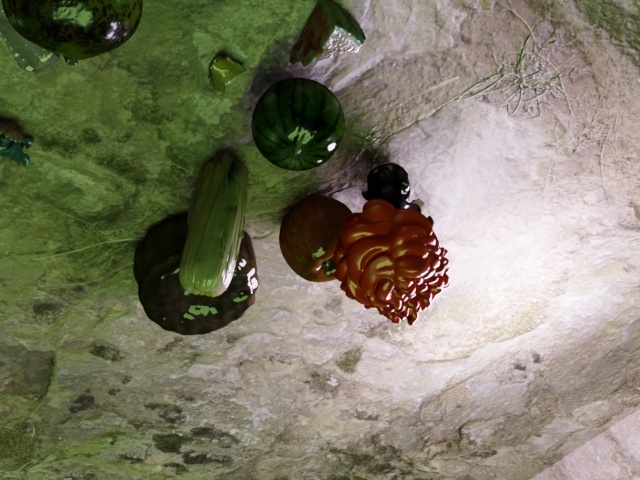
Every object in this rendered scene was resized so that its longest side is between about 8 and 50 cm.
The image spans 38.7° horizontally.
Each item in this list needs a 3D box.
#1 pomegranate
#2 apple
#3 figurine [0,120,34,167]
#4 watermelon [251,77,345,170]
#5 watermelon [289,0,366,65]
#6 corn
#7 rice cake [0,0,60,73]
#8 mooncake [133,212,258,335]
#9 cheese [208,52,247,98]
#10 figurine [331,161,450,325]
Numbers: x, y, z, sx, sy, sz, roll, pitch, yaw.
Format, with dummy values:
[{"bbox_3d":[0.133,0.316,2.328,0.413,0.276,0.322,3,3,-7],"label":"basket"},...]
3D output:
[{"bbox_3d":[-0.427,-0.447,1.550,0.222,0.276,0.204,-12,179,-37],"label":"pomegranate"},{"bbox_3d":[0.000,0.000,2.074,0.188,0.173,0.188,-8,137,-8],"label":"apple"},{"bbox_3d":[-0.656,-0.190,1.777,0.144,0.114,0.178,-41,138,25],"label":"figurine"},{"bbox_3d":[-0.045,-0.224,1.818,0.188,0.214,0.188,-1,135,-1],"label":"watermelon"},{"bbox_3d":[0.002,-0.396,1.753,0.158,0.097,0.121,-17,134,7],"label":"watermelon"},{"bbox_3d":[-0.222,-0.032,1.923,0.122,0.305,0.123,12,160,-10],"label":"corn"},{"bbox_3d":[-0.571,-0.443,1.583,0.073,0.056,0.365,-24,134,2],"label":"rice cake"},{"bbox_3d":[-0.282,0.081,2.087,0.291,0.161,0.290,-8,134,-9],"label":"mooncake"},{"bbox_3d":[-0.194,-0.326,1.804,0.060,0.041,0.084,24,108,-40],"label":"cheese"},{"bbox_3d":[0.162,-0.001,1.971,0.241,0.411,0.306,1,125,12],"label":"figurine"}]
